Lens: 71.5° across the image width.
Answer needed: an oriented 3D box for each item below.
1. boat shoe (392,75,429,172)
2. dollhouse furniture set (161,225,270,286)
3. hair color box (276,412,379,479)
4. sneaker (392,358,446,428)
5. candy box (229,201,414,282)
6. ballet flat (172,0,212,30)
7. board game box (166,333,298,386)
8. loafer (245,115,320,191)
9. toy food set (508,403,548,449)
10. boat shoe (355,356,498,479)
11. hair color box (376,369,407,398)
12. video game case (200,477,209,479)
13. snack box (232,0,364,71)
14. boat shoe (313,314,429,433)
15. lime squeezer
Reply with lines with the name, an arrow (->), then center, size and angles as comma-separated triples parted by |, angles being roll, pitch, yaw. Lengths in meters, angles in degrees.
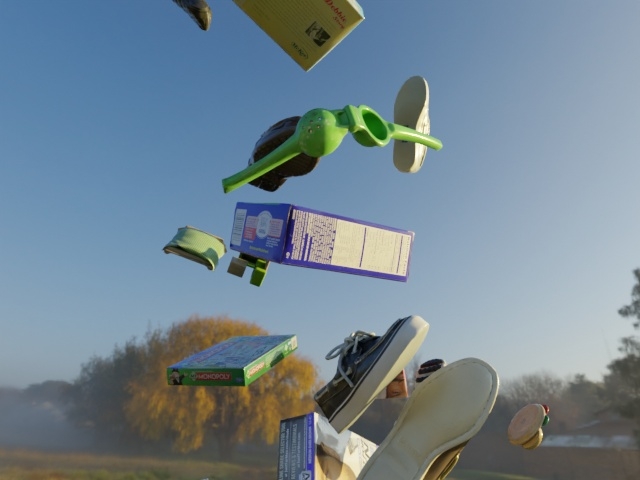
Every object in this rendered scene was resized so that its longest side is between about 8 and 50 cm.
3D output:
boat shoe -> 0.223, -0.275, 1.076 | 0.079, 0.228, 0.081 | 8, 4, 31
dollhouse furniture set -> -0.290, -0.005, 1.345 | 0.301, 0.152, 0.198 | 22, 13, -9
hair color box -> 0.037, 0.554, 1.052 | 0.110, 0.185, 0.339 | -24, -45, 25
sneaker -> 0.263, 0.424, 1.063 | 0.110, 0.292, 0.118 | -25, -73, 46
candy box -> 0.000, 0.000, 0.978 | 0.316, 0.122, 0.268 | 11, -1, -33
ballet flat -> -0.277, -0.481, 0.887 | 0.057, 0.173, 0.049 | -28, -26, -30
board game box -> -0.216, 0.309, 1.172 | 0.213, 0.046, 0.317 | -5, 1, 19
loafer -> -0.097, -0.222, 1.049 | 0.133, 0.130, 0.365 | 21, -15, -23
toy food set -> 0.344, 0.305, 0.734 | 0.020, 0.083, 0.083 | 39, -22, 6
boat shoe -> 0.187, 0.342, 0.764 | 0.116, 0.324, 0.097 | 35, -13, 36
hair color box -> 0.182, 0.353, 1.217 | 0.092, 0.053, 0.168 | -8, -64, 11
video game case -> -0.245, 0.662, 0.880 | 0.204, 0.285, 0.025 | -43, -31, 17
snack box -> -0.076, -0.547, 0.969 | 0.187, 0.060, 0.321 | -32, -49, 30
boat shoe -> 0.072, 0.212, 0.759 | 0.113, 0.105, 0.307 | -26, -28, -40
lime squeezer -> 0.032, -0.116, 0.544 | 0.309, 0.059, 0.110 | -14, -37, -14
